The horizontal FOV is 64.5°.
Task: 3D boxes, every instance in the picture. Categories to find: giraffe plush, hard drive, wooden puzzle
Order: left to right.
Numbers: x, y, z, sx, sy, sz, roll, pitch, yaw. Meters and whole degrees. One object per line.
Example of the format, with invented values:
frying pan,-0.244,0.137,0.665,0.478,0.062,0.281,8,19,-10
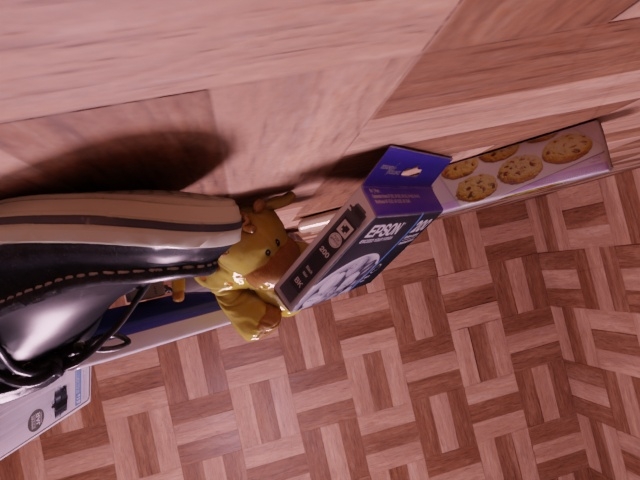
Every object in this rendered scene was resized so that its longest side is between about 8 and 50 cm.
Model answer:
hard drive,-0.261,0.120,0.742,0.210,0.041,0.318,-6,-178,35
giraffe plush,-0.086,0.015,0.646,0.210,0.182,0.170,24,153,-16
wooden puzzle,0.091,-0.053,1.056,0.220,0.045,0.238,-13,173,18

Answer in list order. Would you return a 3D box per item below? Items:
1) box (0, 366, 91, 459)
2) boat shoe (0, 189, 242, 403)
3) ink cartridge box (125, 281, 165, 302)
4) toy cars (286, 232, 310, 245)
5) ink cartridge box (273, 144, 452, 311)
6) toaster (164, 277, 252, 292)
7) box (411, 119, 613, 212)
box,-0.451,0.208,0.633,0.169,0.087,0.290,10,-169,14
boat shoe,-0.269,0.063,0.465,0.499,0.156,0.186,-16,175,27
ink cartridge box,-0.288,0.051,0.811,0.052,0.089,0.122,-10,177,-27
toy cars,0.000,0.000,1.299,0.393,0.087,0.176,-8,171,-27
ink cartridge box,0.068,-0.013,0.598,0.208,0.045,0.206,-51,160,25
toaster,-0.202,0.058,1.041,0.146,0.129,0.227,-19,173,32
box,0.221,-0.082,0.707,0.323,0.067,0.063,-13,177,33
